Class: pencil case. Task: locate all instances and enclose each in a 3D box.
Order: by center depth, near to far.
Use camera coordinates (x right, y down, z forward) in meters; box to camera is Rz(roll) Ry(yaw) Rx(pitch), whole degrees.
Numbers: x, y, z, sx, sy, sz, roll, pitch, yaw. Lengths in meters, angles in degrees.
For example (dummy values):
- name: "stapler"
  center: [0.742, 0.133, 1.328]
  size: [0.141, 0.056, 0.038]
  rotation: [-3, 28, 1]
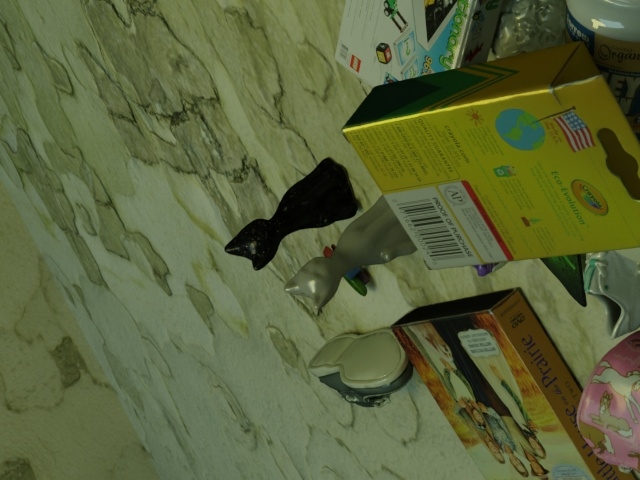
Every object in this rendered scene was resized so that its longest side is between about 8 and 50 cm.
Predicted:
- name: "pencil case"
  center: [0.482, 0.248, 1.687]
  size: [0.386, 0.160, 0.167]
  rotation: [28, 153, 42]

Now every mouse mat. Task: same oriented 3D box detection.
- name: "mouse mat"
  center: [0.267, -0.016, 1.827]
  size: [0.189, 0.007, 0.152]
  rotation: [54, 170, 39]

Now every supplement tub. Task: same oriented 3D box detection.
- name: "supplement tub"
  center: [0.309, -0.202, 1.437]
  size: [0.144, 0.144, 0.199]
  rotation: [35, 149, 35]

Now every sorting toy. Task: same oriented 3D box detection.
- name: "sorting toy"
  center: [0.050, 0.039, 2.324]
  size: [0.102, 0.042, 0.061]
  rotation: [48, 173, -15]

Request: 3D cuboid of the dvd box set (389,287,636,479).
- name: "dvd box set"
  center: [0.294, 0.272, 2.155]
  size: [0.420, 0.062, 0.307]
  rotation: [58, 155, -8]

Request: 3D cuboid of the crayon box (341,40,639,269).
- name: "crayon box"
  center: [0.200, -0.078, 1.470]
  size: [0.318, 0.081, 0.202]
  rotation: [-6, 126, 44]

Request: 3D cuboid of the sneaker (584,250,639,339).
- name: "sneaker"
  center: [0.335, 0.019, 1.729]
  size: [0.080, 0.094, 0.212]
  rotation: [13, 132, 57]

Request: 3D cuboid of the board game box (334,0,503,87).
- name: "board game box"
  center: [0.118, -0.293, 1.647]
  size: [0.193, 0.053, 0.305]
  rotation: [40, 133, 34]

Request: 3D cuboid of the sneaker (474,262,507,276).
- name: "sneaker"
  center: [0.177, -0.017, 1.985]
  size: [0.170, 0.071, 0.068]
  rotation: [41, 152, 28]

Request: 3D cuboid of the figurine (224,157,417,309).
- name: "figurine"
  center: [0.000, 0.000, 2.150]
  size: [0.215, 0.209, 0.092]
  rotation: [32, 147, 38]

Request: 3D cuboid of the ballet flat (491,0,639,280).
- name: "ballet flat"
  center: [0.298, -0.104, 1.594]
  size: [0.409, 0.147, 0.147]
  rotation: [52, 155, 7]

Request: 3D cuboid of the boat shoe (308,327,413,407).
- name: "boat shoe"
  center: [0.084, 0.215, 2.402]
  size: [0.099, 0.116, 0.319]
  rotation: [47, 163, -14]
